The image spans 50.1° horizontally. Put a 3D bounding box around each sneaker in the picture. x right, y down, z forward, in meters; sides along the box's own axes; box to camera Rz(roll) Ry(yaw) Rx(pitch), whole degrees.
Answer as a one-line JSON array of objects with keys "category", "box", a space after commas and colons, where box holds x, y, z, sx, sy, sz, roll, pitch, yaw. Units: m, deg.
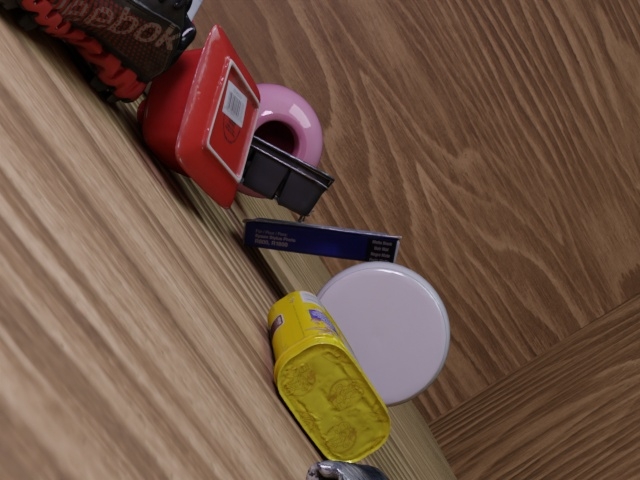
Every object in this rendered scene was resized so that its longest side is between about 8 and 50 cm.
[{"category": "sneaker", "box": [-0.187, -0.219, 0.583, 0.097, 0.135, 0.276, 60, 3, 15]}]

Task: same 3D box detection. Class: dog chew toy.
[{"category": "dog chew toy", "box": [-0.120, -0.195, 1.309, 0.206, 0.207, 0.332, 57, -6, -19]}]

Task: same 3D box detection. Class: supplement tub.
[{"category": "supplement tub", "box": [0.080, 0.129, 0.963, 0.191, 0.191, 0.272, 58, 1, 8]}]

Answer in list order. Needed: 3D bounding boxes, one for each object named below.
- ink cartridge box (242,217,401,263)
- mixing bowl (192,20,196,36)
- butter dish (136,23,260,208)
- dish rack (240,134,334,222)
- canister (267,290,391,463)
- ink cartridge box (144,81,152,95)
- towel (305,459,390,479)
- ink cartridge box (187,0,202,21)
[{"category": "ink cartridge box", "box": [0.000, 0.000, 1.024, 0.224, 0.224, 0.045, -68, 165, -88]}, {"category": "mixing bowl", "box": [-0.263, -0.337, 0.949, 0.181, 0.098, 0.181, 58, 11, -19]}, {"category": "butter dish", "box": [-0.147, -0.135, 0.758, 0.160, 0.118, 0.159, 52, 49, -68]}, {"category": "dish rack", "box": [-0.088, -0.098, 0.980, 0.208, 0.074, 0.271, 29, 1, 1]}, {"category": "canister", "box": [0.001, 0.129, 0.695, 0.126, 0.073, 0.170, 57, 0, -16]}, {"category": "ink cartridge box", "box": [-0.219, -0.223, 1.004, 0.104, 0.062, 0.181, 57, 1, -16]}, {"category": "towel", "box": [0.099, 0.324, 0.534, 0.324, 0.056, 0.312, 56, -2, 21]}, {"category": "ink cartridge box", "box": [-0.225, -0.362, 0.782, 0.238, 0.060, 0.275, 58, 12, -27]}]
